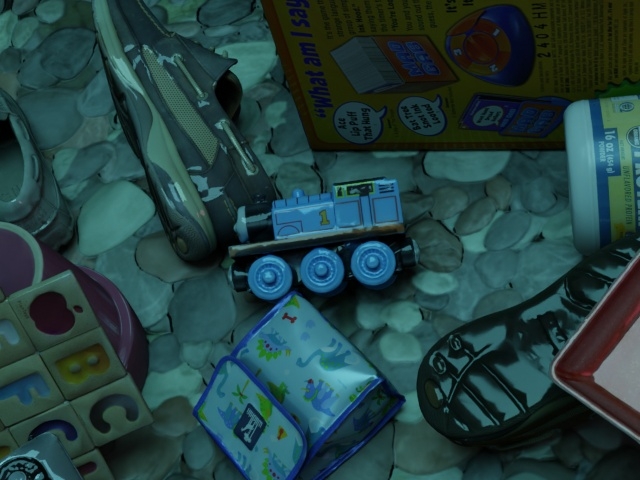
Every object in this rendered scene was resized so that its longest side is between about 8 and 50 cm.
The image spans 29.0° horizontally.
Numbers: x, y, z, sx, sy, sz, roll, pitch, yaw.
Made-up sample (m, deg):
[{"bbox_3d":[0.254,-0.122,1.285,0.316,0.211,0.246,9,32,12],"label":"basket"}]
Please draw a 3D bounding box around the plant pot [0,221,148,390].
[{"bbox_3d":[-0.282,0.083,1.140,0.201,0.180,0.201,-7,55,10],"label":"plant pot"}]

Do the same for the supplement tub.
[{"bbox_3d":[0.323,-0.063,1.110,0.199,0.144,0.144,-5,56,11],"label":"supplement tub"}]

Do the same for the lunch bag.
[{"bbox_3d":[-0.026,0.143,1.096,0.151,0.096,0.129,-45,60,0],"label":"lunch bag"}]

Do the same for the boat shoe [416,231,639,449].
[{"bbox_3d":[0.239,0.086,1.044,0.324,0.120,0.123,-21,60,7],"label":"boat shoe"}]

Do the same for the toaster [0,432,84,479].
[{"bbox_3d":[-0.252,0.272,1.019,0.168,0.186,0.110,-31,57,-17],"label":"toaster"}]

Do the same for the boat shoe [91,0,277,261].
[{"bbox_3d":[-0.143,-0.139,1.302,0.130,0.132,0.355,-19,63,-11],"label":"boat shoe"}]

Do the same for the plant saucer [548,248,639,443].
[{"bbox_3d":[0.348,0.079,0.917,0.258,0.048,0.259,36,80,27],"label":"plant saucer"}]

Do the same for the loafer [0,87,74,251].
[{"bbox_3d":[-0.364,-0.110,1.330,0.112,0.111,0.319,-36,56,-11],"label":"loafer"}]

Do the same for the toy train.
[{"bbox_3d":[0.000,0.000,1.172,0.184,0.080,0.105,-8,83,5],"label":"toy train"}]

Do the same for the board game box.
[{"bbox_3d":[0.148,-0.334,1.204,0.356,0.356,0.356,1,57,14],"label":"board game box"}]

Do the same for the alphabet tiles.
[{"bbox_3d":[-0.331,0.160,1.049,0.342,0.285,0.011,-24,30,-3],"label":"alphabet tiles"}]
